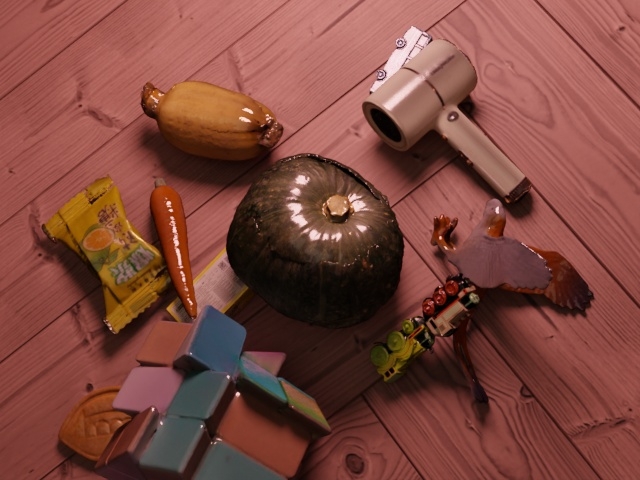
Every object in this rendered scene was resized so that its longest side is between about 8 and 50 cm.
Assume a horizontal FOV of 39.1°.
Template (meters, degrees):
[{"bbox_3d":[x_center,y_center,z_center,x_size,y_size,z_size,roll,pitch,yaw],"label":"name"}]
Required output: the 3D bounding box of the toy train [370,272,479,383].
[{"bbox_3d":[0.189,0.158,1.625,0.249,0.053,0.085,-47,67,26],"label":"toy train"}]

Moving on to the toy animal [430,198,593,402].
[{"bbox_3d":[0.297,0.091,1.655,0.284,0.225,0.302,-51,59,18],"label":"toy animal"}]

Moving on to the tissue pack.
[{"bbox_3d":[-0.201,0.108,1.757,0.095,0.062,0.176,43,89,19],"label":"tissue pack"}]

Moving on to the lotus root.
[{"bbox_3d":[-0.216,-0.239,1.806,0.303,0.130,0.146,16,58,14],"label":"lotus root"}]

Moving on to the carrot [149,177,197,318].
[{"bbox_3d":[-0.285,0.012,1.770,0.069,0.069,0.336,-21,61,6],"label":"carrot"}]

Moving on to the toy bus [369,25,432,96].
[{"bbox_3d":[0.161,-0.347,1.800,0.065,0.047,0.166,30,84,12],"label":"toy bus"}]

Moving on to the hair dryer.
[{"bbox_3d":[0.271,-0.193,1.707,0.203,0.128,0.362,-42,84,-13],"label":"hair dryer"}]

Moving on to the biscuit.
[{"bbox_3d":[-0.407,0.356,1.756,0.221,0.029,0.141,-6,76,10],"label":"biscuit"}]

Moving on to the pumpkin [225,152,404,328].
[{"bbox_3d":[0.000,0.000,1.643,0.328,0.257,0.291,27,56,6],"label":"pumpkin"}]

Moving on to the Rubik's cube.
[{"bbox_3d":[-0.173,0.335,1.550,0.387,0.368,0.358,16,59,15],"label":"Rubik's cube"}]

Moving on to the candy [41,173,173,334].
[{"bbox_3d":[-0.424,0.022,1.811,0.187,0.081,0.297,-40,73,-2],"label":"candy"}]
